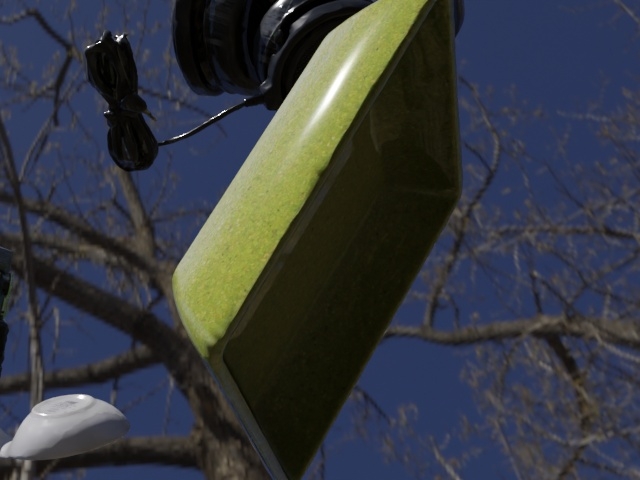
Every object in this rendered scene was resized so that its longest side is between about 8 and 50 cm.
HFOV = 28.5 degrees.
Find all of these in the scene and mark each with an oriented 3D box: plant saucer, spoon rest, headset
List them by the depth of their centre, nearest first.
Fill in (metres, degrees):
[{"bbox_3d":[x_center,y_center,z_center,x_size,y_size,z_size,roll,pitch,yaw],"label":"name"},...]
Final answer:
[{"bbox_3d":[0.000,0.000,0.560,0.045,0.188,0.188,24,-21,18],"label":"plant saucer"},{"bbox_3d":[-0.043,-0.195,1.116,0.394,0.243,0.185,-43,-41,-30],"label":"headset"},{"bbox_3d":[-0.343,0.227,1.524,0.137,0.276,0.084,-19,-72,-46],"label":"spoon rest"}]

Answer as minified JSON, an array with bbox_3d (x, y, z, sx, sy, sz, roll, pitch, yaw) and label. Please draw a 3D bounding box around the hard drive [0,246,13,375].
[{"bbox_3d":[-0.248,0.174,0.591,0.064,0.338,0.237,26,-35,-33],"label":"hard drive"}]
